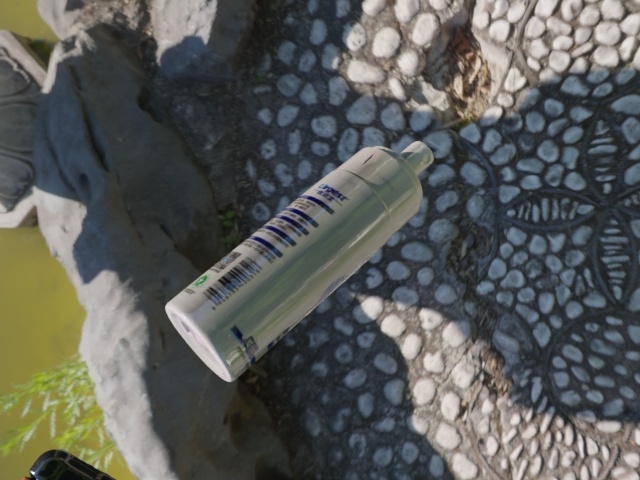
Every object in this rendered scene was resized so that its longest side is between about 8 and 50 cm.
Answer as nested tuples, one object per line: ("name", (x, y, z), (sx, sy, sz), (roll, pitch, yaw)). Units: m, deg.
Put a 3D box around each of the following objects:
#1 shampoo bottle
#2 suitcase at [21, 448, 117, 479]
("shampoo bottle", (0.000, 0.000, 0.613), (0.303, 0.092, 0.092), (-40, 82, -23))
("suitcase", (-0.260, 0.370, 0.612), (0.206, 0.066, 0.285), (31, 60, -2))
